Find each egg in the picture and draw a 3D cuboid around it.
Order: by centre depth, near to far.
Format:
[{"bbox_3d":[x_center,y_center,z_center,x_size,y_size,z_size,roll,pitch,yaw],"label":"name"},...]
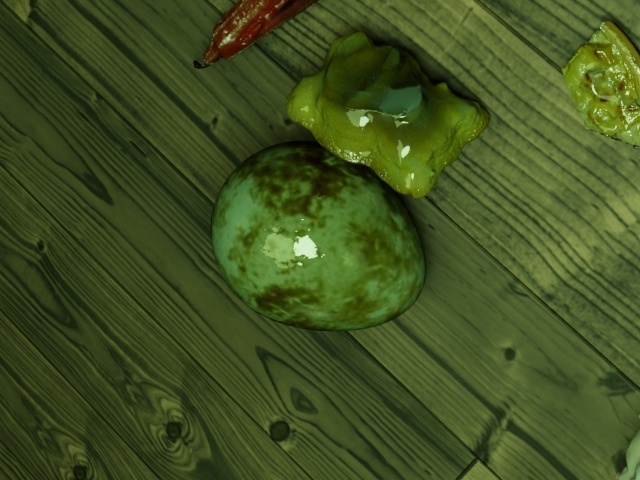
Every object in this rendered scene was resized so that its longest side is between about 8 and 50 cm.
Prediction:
[{"bbox_3d":[0.000,0.000,1.438,0.289,0.238,0.238,24,122,-5],"label":"egg"}]

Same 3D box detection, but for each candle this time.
[{"bbox_3d":[-0.071,-0.307,1.484,0.301,0.059,0.084,-34,77,37],"label":"candle"}]

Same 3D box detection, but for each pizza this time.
[{"bbox_3d":[0.332,-0.169,1.279,0.099,0.035,0.160,-16,97,36],"label":"pizza"}]

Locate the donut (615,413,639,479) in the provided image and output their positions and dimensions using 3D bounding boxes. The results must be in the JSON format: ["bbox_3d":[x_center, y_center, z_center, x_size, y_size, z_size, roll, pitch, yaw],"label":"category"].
[{"bbox_3d":[0.524,0.314,1.254,0.382,0.142,0.383,12,112,31],"label":"donut"}]

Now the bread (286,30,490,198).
[{"bbox_3d":[0.076,-0.168,1.378,0.233,0.161,0.088,30,151,24],"label":"bread"}]
